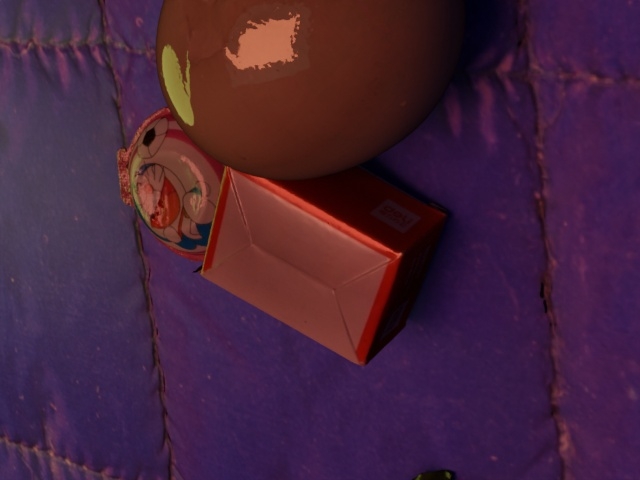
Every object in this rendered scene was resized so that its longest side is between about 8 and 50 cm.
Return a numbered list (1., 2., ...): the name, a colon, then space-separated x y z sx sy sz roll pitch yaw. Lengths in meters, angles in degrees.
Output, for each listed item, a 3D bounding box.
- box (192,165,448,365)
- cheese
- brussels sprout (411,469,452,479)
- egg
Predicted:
1. box: 0.000 0.000 1.343 0.182 0.099 0.133 28 125 18
2. cheese: -0.093 -0.048 1.460 0.244 0.062 0.155 9 111 30
3. brussels sprout: 0.102 0.305 1.398 0.139 0.100 0.181 -2 107 55
4. egg: -0.012 -0.158 1.218 0.269 0.219 0.219 -24 90 34
